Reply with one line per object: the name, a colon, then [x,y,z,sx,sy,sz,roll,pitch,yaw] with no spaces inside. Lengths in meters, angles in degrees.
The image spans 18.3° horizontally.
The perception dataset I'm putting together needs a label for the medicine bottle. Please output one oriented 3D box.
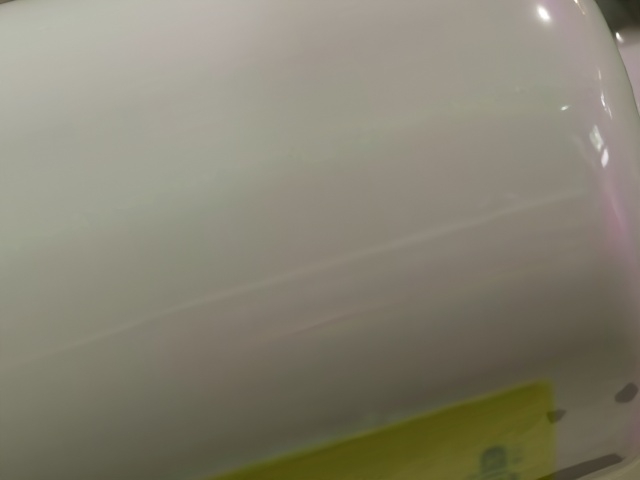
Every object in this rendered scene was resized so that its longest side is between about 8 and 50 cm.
medicine bottle: [0.000,0.000,0.673,0.378,0.213,0.213,-16,9,-6]
